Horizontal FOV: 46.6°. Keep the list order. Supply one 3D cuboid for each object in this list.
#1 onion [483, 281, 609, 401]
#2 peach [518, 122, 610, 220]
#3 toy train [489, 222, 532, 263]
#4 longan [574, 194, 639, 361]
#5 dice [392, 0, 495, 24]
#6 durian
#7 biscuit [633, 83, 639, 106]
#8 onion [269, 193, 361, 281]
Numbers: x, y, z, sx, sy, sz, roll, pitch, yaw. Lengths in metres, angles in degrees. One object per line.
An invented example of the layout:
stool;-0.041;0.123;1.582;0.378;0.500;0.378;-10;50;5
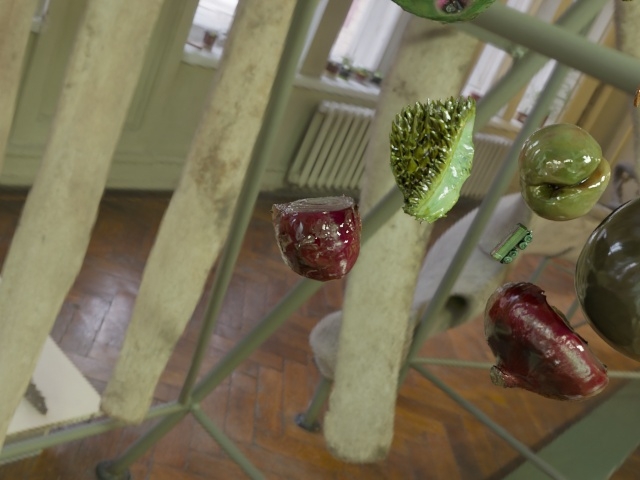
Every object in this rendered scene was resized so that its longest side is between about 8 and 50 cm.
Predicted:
onion;0.412;0.220;1.437;0.272;0.195;0.272;48;-2;2
peach;0.703;-0.205;2.175;0.248;0.292;0.292;-16;-6;36
toy train;0.596;0.012;2.308;0.071;0.148;0.038;36;30;-4
longan;0.670;0.069;1.437;0.361;0.360;0.361;21;20;-8
dice;0.234;-0.634;1.413;0.323;0.318;0.330;26;44;-14
durian;0.244;-0.189;1.634;0.163;0.198;0.394;4;46;24
biscuit;0.947;-0.433;2.198;0.015;0.091;0.078;20;-24;29
onion;0.001;0.006;1.807;0.216;0.206;0.206;-11;19;-5
